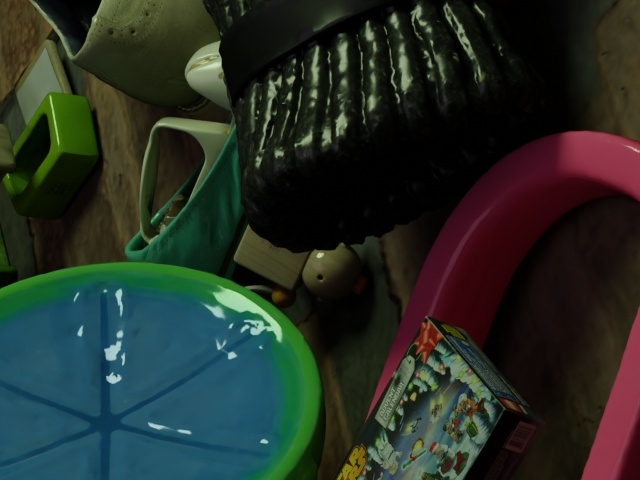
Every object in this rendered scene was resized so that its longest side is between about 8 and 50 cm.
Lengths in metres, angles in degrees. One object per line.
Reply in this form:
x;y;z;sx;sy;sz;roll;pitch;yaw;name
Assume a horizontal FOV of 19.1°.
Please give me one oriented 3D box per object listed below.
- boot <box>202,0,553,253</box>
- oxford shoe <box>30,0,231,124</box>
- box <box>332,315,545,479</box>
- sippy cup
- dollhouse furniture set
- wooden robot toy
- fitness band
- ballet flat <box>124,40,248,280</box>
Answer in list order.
0.065;-0.177;0.990;0.348;0.131;0.260;-43;49;32;boot
-0.152;-0.239;1.300;0.140;0.146;0.397;-59;40;27;oxford shoe
0.046;0.117;0.915;0.137;0.027;0.094;-62;30;13;box
-0.110;0.169;1.056;0.240;0.305;0.224;18;133;25;sippy cup
-0.345;-0.080;1.390;0.197;0.301;0.151;-50;48;38;dollhouse furniture set
0.000;0.000;1.126;0.079;0.076;0.173;30;109;16;wooden robot toy
0.099;0.086;0.923;0.209;0.054;0.291;17;86;58;fitness band
-0.055;-0.068;1.165;0.083;0.087;0.247;-85;22;-65;ballet flat
